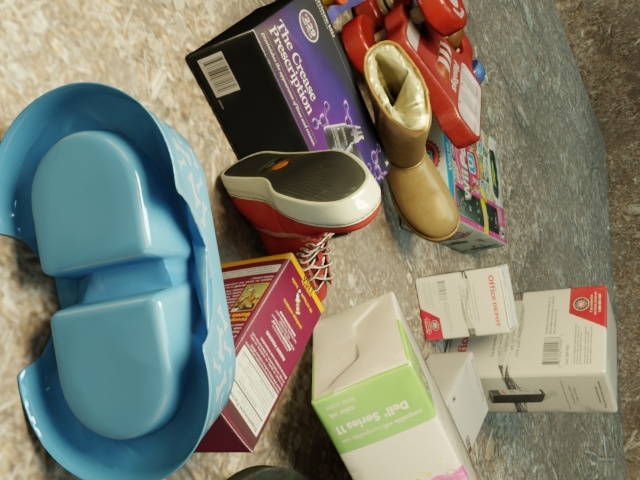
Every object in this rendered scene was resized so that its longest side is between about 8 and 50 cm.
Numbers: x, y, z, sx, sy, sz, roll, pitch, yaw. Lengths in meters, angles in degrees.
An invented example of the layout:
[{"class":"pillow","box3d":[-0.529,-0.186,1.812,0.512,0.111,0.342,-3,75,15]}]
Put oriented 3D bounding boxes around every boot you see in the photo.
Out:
[{"class":"boot","box3d":[0.000,0.000,0.714,0.088,0.244,0.176,-34,114,-23]},{"class":"boot","box3d":[0.129,-0.122,0.963,0.236,0.089,0.269,59,-1,11]}]

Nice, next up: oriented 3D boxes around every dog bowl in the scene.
[{"class":"dog bowl","box3d":[-0.153,0.033,0.527,0.074,0.165,0.298,-3,83,-70]}]

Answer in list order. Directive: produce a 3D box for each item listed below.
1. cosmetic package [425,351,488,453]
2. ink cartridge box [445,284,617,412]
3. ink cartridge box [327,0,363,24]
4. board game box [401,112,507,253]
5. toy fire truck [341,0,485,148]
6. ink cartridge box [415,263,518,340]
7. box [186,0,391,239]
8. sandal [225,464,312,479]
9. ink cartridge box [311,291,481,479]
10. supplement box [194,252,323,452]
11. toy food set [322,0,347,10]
[{"class":"cosmetic package","box3d":[0.187,0.278,1.062,0.231,0.085,0.118,-39,114,-54]},{"class":"ink cartridge box","box3d":[0.376,0.197,1.215,0.114,0.272,0.197,62,35,-33]},{"class":"ink cartridge box","box3d":[-0.004,-0.516,1.019,0.304,0.072,0.307,53,38,-35]},{"class":"board game box","box3d":[0.248,-0.112,1.272,0.303,0.097,0.224,15,68,-55]},{"class":"toy fire truck","box3d":[0.182,-0.316,1.104,0.254,0.169,0.302,48,35,-26]},{"class":"ink cartridge box","box3d":[0.247,0.105,1.148,0.063,0.150,0.109,-6,86,-58]},{"class":"box","box3d":[-0.024,-0.153,0.842,0.261,0.103,0.184,64,32,-24]},{"class":"sandal","box3d":[0.024,0.358,0.750,0.445,0.106,0.168,41,48,-45]},{"class":"ink cartridge box","box3d":[0.114,0.265,0.825,0.207,0.119,0.354,-89,153,-73]},{"class":"supplement box","box3d":[-0.085,0.105,0.657,0.081,0.104,0.188,61,36,-27]},{"class":"toy food set","box3d":[-0.032,-0.412,0.866,0.111,0.104,0.233,-13,106,-48]}]
